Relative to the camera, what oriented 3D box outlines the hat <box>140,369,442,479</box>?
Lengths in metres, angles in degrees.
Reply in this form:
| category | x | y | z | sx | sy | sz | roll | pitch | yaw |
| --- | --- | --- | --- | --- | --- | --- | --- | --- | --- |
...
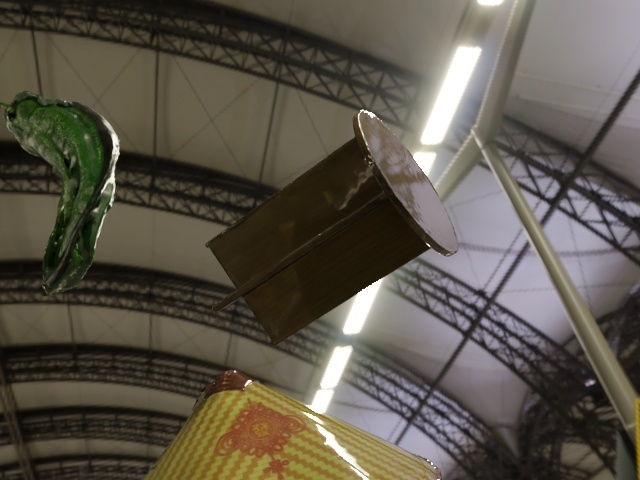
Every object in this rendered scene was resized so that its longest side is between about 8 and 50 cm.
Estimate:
| category | x | y | z | sx | sy | sz | roll | pitch | yaw |
| --- | --- | --- | --- | --- | --- | --- | --- | --- | --- |
| hat | -0.039 | 0.109 | 0.385 | 0.193 | 0.082 | 0.193 | -15 | -7 | -2 |

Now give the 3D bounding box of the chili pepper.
| category | x | y | z | sx | sy | sz | roll | pitch | yaw |
| --- | --- | --- | --- | --- | --- | --- | --- | --- | --- |
| chili pepper | -0.251 | -0.074 | 0.699 | 0.122 | 0.278 | 0.065 | -29 | -37 | -11 |

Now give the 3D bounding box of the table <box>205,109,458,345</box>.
| category | x | y | z | sx | sy | sz | roll | pitch | yaw |
| --- | --- | --- | --- | --- | --- | --- | --- | --- | --- |
| table | 0.000 | 0.000 | 0.752 | 0.227 | 0.167 | 0.167 | -34 | -38 | 20 |
